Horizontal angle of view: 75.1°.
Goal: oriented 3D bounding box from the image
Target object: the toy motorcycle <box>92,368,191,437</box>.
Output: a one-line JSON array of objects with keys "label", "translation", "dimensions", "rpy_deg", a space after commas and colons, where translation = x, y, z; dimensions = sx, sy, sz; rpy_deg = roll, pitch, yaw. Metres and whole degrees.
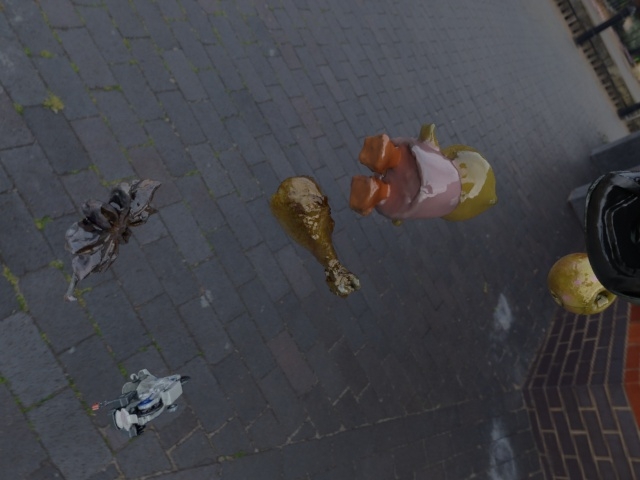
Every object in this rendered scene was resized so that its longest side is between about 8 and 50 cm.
[{"label": "toy motorcycle", "translation": [-0.390, 0.352, 0.924], "dimensions": [0.221, 0.150, 0.102], "rpy_deg": [-28, 107, -85]}]

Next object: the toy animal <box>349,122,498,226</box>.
[{"label": "toy animal", "translation": [0.207, -0.108, 0.751], "dimensions": [0.281, 0.195, 0.169], "rpy_deg": [-5, 35, -35]}]

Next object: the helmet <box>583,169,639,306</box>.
[{"label": "helmet", "translation": [0.323, -0.003, 0.337], "dimensions": [0.107, 0.177, 0.153], "rpy_deg": [36, 47, -26]}]

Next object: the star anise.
[{"label": "star anise", "translation": [-0.389, -0.016, 0.751], "dimensions": [0.081, 0.230, 0.262], "rpy_deg": [34, 71, -8]}]

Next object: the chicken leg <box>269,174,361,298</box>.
[{"label": "chicken leg", "translation": [-0.003, 0.001, 0.703], "dimensions": [0.087, 0.107, 0.251], "rpy_deg": [-32, 116, -8]}]

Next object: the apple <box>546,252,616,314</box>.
[{"label": "apple", "translation": [0.589, 0.094, 0.942], "dimensions": [0.147, 0.147, 0.146], "rpy_deg": [20, 59, -37]}]
